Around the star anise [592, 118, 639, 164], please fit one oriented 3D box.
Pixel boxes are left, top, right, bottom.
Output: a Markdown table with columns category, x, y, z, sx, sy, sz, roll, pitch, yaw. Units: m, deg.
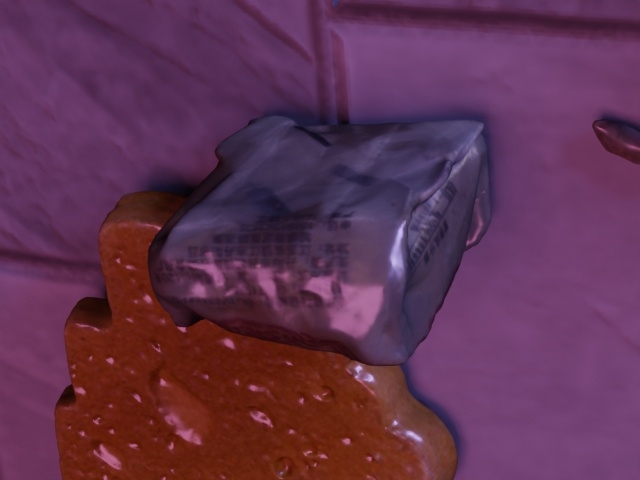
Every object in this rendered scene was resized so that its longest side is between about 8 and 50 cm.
| category | x | y | z | sx | sy | sz | roll | pitch | yaw |
| --- | --- | --- | --- | --- | --- | --- | --- | --- | --- |
| star anise | 0.208 | -0.062 | 0.575 | 0.227 | 0.148 | 0.218 | -56 | 44 | 25 |

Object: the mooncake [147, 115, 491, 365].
| category | x | y | z | sx | sy | sz | roll | pitch | yaw |
| --- | --- | --- | --- | --- | --- | --- | --- | --- | --- |
| mooncake | 0.000 | 0.000 | 0.704 | 0.125 | 0.130 | 0.073 | 4 | 121 | 25 |

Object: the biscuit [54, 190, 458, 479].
| category | x | y | z | sx | sy | sz | roll | pitch | yaw |
| --- | --- | --- | --- | --- | --- | --- | --- | --- | --- |
| biscuit | -0.053 | 0.086 | 0.833 | 0.212 | 0.041 | 0.238 | 41 | 126 | -8 |
